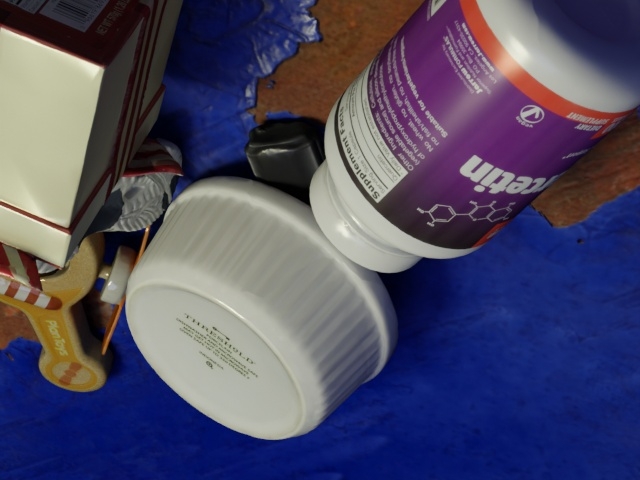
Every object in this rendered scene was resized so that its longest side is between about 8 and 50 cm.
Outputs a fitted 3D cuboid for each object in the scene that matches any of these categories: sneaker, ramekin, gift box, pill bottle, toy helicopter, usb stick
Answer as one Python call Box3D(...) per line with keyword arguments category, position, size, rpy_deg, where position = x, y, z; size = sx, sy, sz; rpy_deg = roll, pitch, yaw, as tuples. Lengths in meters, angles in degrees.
Box3D(category="sneaker", position=(-0.250, -0.059, 1.501), size=(0.153, 0.235, 0.094), rpy_deg=(26, 130, 24))
Box3D(category="ramekin", position=(-0.070, 0.077, 1.553), size=(0.272, 0.127, 0.273), rpy_deg=(26, 145, 20))
Box3D(category="gift box", position=(-0.244, -0.133, 1.318), size=(0.276, 0.255, 0.258), rpy_deg=(27, 134, 4))
Box3D(category="pill bottle", position=(0.125, -0.106, 1.315), size=(0.181, 0.181, 0.323), rpy_deg=(33, 135, -11))
Box3D(category="toy helicopter", position=(-0.274, 0.053, 1.687), size=(0.234, 0.140, 0.355), rpy_deg=(1, 143, 8))
Box3D(category="usb stick", position=(0.000, 0.000, 1.562), size=(0.077, 0.045, 0.278), rpy_deg=(-8, 128, 19))
